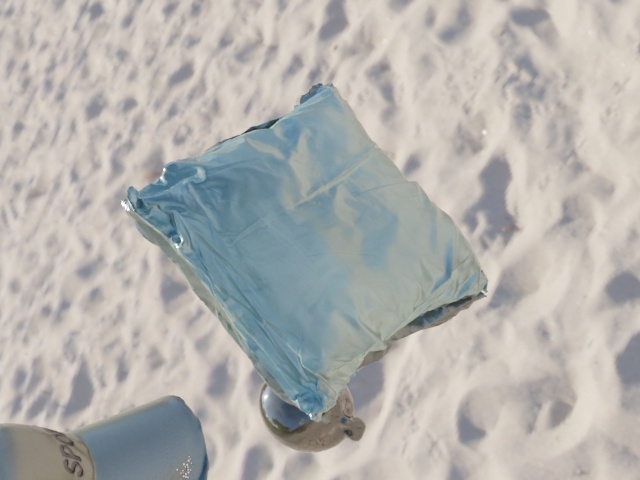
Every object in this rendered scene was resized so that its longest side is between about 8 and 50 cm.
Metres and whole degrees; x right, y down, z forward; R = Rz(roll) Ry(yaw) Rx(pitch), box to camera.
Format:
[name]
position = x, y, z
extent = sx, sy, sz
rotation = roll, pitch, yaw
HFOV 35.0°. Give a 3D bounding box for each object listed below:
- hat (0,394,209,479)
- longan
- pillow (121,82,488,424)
[hat]
position = -0.161, 0.135, 0.641
extent = 0.147, 0.175, 0.085
rotation = 38, 143, 41
[longan]
position = -0.014, 0.304, 1.826
extent = 0.204, 0.185, 0.159
rotation = 23, 74, 17
[pillow]
position = 0.000, 0.000, 1.043
extent = 0.283, 0.310, 0.138
rotation = -37, -9, -27
